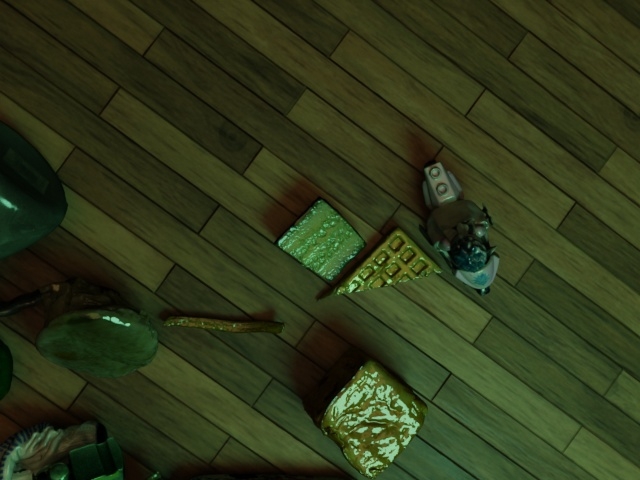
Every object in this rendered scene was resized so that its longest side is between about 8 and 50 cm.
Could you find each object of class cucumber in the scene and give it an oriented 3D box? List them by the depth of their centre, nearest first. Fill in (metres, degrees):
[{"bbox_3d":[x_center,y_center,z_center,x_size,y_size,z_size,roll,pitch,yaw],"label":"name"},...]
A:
[{"bbox_3d":[0.000,0.000,1.074,0.116,0.062,0.115,44,90,-11],"label":"cucumber"}]

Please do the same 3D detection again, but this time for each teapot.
[{"bbox_3d":[-0.547,-0.021,1.000,0.285,0.305,0.223,-37,57,5],"label":"teapot"}]

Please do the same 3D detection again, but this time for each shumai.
[{"bbox_3d":[-0.359,0.133,1.033,0.202,0.201,0.120,-3,51,-4],"label":"shumai"}]

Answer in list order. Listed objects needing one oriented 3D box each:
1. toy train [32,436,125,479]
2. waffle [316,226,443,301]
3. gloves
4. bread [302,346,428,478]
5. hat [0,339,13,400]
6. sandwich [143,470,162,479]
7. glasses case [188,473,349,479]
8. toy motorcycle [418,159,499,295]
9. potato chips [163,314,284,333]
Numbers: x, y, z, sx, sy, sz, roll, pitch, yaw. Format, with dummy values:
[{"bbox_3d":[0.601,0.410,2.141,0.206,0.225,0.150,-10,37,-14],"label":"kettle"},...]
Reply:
[{"bbox_3d":[-0.378,0.412,1.016,0.132,0.083,0.200,-12,136,-28],"label":"toy train"},{"bbox_3d":[0.104,0.079,1.102,0.125,0.032,0.191,44,91,-6],"label":"waffle"},{"bbox_3d":[-0.463,0.354,1.039,0.229,0.097,0.119,-17,135,-19],"label":"gloves"},{"bbox_3d":[0.070,0.273,1.046,0.158,0.149,0.143,-44,97,-2],"label":"bread"},{"bbox_3d":[-0.669,0.294,0.958,0.401,0.285,0.285,-11,92,-15],"label":"hat"},{"bbox_3d":[-0.278,0.548,1.015,0.212,0.109,0.292,36,107,13],"label":"sandwich"},{"bbox_3d":[-0.080,0.462,1.074,0.328,0.076,0.125,2,91,-2],"label":"glasses case"},{"bbox_3d":[0.225,-0.016,1.018,0.108,0.204,0.239,-38,90,9],"label":"toy motorcycle"},{"bbox_3d":[-0.162,0.143,1.083,0.204,0.037,0.026,4,81,1],"label":"potato chips"}]
